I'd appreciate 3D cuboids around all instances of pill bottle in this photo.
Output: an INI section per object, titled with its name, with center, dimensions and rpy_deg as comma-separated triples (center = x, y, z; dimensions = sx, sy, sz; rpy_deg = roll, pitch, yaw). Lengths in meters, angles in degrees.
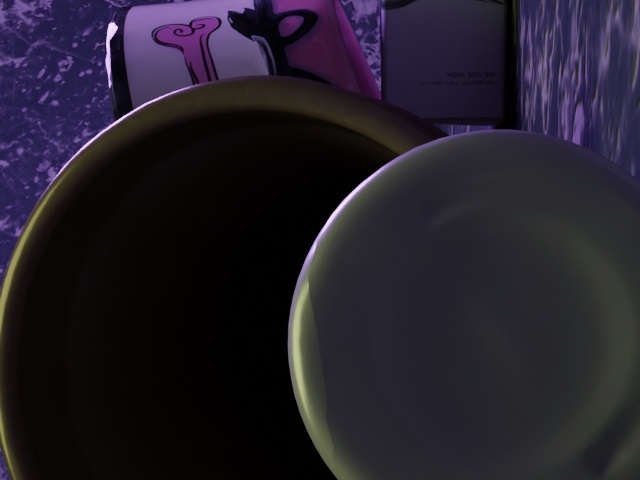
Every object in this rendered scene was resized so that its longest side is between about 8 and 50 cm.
[pill bottle]
center = 0.048, 0.032, 0.433
dimensions = 0.180, 0.107, 0.108
rpy_deg = 58, -148, -85

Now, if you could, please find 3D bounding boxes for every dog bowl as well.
[dog bowl]
center = 0.000, 0.000, 1.010
dimensions = 0.408, 0.150, 0.408
rpy_deg = -20, -90, -83

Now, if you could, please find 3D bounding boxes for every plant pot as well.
[plant pot]
center = 0.007, 0.054, 0.696
dimensions = 0.229, 0.263, 0.263
rpy_deg = -16, -73, -71

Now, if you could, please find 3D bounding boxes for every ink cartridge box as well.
[ink cartridge box]
center = 0.085, -0.191, 0.992
dimensions = 0.153, 0.086, 0.209
rpy_deg = -73, -18, -79
